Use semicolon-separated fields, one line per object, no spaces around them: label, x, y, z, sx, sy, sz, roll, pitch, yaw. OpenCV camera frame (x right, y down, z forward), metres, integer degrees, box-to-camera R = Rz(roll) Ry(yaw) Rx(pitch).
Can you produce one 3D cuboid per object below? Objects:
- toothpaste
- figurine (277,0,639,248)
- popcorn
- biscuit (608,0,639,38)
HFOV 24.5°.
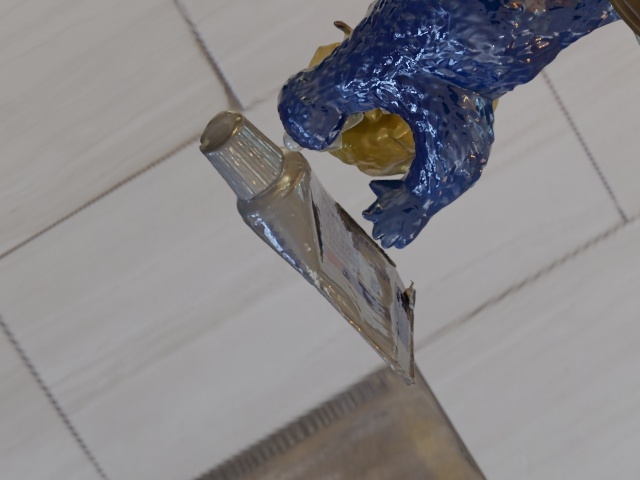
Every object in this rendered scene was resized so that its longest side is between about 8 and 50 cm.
toothpaste;0.001;-0.002;1.180;0.282;0.068;0.099;48;60;-37
figurine;0.075;-0.129;0.920;0.262;0.164;0.121;-38;139;15
popcorn;0.064;-0.123;1.220;0.167;0.148;0.152;-13;82;-16
biscuit;0.145;-0.149;0.166;0.359;0.074;0.381;11;130;31
